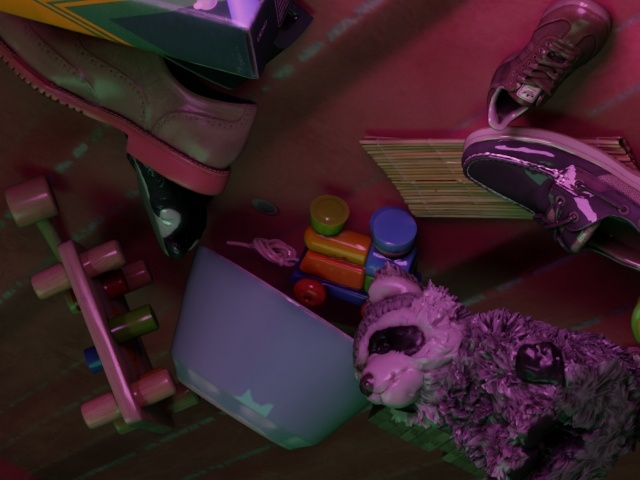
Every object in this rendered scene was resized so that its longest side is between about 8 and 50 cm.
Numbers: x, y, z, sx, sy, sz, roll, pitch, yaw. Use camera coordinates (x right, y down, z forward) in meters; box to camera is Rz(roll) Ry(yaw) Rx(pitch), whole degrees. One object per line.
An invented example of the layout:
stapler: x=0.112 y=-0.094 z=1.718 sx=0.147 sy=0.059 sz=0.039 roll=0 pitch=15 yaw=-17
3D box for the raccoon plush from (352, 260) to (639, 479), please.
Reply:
raccoon plush: x=0.239 y=0.163 z=2.028 sx=0.446 sy=0.216 sz=0.299 roll=9 pitch=-160 yaw=-44

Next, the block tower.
block tower: x=0.179 y=0.245 z=2.381 sx=0.335 sy=0.097 sz=0.091 roll=25 pitch=154 yaw=-9

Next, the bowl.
bowl: x=-0.068 y=0.154 z=2.205 sx=0.311 sy=0.163 sz=0.311 roll=32 pitch=177 yaw=2

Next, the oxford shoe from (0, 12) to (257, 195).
oxford shoe: x=-0.223 y=-0.194 z=1.895 sx=0.348 sy=0.130 sz=0.123 roll=33 pitch=-162 yaw=2

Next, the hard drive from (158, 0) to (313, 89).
hard drive: x=-0.152 y=-0.251 z=1.759 sx=0.255 sy=0.054 sz=0.172 roll=32 pitch=152 yaw=-18

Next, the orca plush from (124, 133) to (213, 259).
orca plush: x=-0.170 y=-0.083 z=2.091 sx=0.287 sy=0.102 sz=0.151 roll=75 pitch=168 yaw=-46

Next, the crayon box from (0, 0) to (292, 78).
crayon box: x=-0.173 y=-0.282 z=1.554 sx=0.323 sy=0.203 sz=0.083 roll=15 pitch=152 yaw=14

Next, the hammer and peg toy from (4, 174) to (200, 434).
hammer and peg toy: x=-0.286 y=0.084 z=2.311 sx=0.127 sy=0.361 sz=0.266 roll=-23 pitch=169 yaw=2

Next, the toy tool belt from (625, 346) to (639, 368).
toy tool belt: x=0.393 y=0.164 z=2.129 sx=0.083 sy=0.052 sz=0.051 roll=44 pitch=178 yaw=-30

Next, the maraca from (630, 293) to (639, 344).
maraca: x=0.422 y=0.088 z=1.901 sx=0.186 sy=0.099 sz=0.127 roll=23 pitch=123 yaw=-33

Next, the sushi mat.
sushi mat: x=0.208 y=-0.067 z=1.866 sx=0.316 sy=0.019 sz=0.151 roll=2 pitch=146 yaw=33

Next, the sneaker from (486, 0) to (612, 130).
sneaker: x=0.215 y=-0.160 z=1.630 sx=0.066 sy=0.071 sz=0.188 roll=26 pitch=153 yaw=-8

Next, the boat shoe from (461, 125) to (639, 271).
boat shoe: x=0.273 y=-0.031 z=1.757 sx=0.285 sy=0.092 sz=0.103 roll=22 pitch=153 yaw=0

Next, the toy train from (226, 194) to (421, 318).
toy train: x=0.000 y=0.000 z=2.068 sx=0.248 sy=0.105 sz=0.143 roll=17 pitch=143 yaw=10
